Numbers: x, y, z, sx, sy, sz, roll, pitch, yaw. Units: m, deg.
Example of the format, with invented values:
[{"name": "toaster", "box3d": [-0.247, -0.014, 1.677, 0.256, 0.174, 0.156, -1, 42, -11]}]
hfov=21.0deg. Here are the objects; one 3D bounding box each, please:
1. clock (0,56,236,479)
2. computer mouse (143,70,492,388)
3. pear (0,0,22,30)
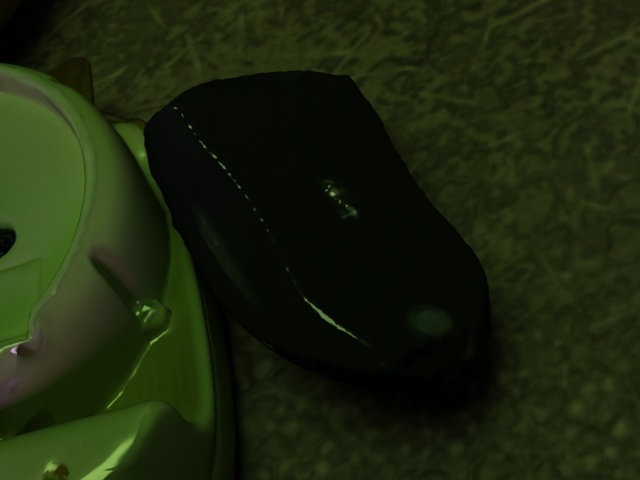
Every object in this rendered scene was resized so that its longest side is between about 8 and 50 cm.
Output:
[{"name": "clock", "box3d": [-0.195, 0.036, 0.874, 0.286, 0.117, 0.348, -16, 49, 12]}, {"name": "computer mouse", "box3d": [0.000, 0.000, 0.826, 0.122, 0.073, 0.217, -7, 48, -30]}, {"name": "pear", "box3d": [-0.271, -0.190, 1.038, 0.209, 0.209, 0.209, -13, 50, 16]}]
